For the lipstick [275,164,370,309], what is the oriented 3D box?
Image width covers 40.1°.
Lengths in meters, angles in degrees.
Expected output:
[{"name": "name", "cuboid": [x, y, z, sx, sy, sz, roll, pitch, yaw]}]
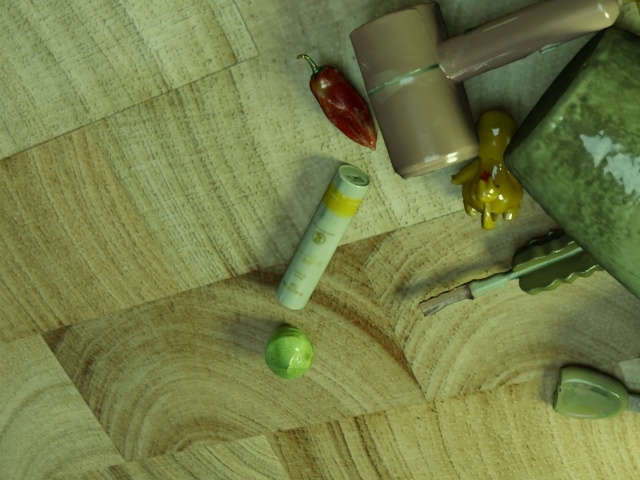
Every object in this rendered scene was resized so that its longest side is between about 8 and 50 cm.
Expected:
[{"name": "lipstick", "cuboid": [0.000, 0.000, 1.392, 0.059, 0.059, 0.264, 27, 122, 0]}]

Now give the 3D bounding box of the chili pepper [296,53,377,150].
[{"name": "chili pepper", "cuboid": [0.030, -0.202, 1.273, 0.059, 0.050, 0.191, -26, 121, 24]}]

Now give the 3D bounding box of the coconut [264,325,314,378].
[{"name": "coconut", "cuboid": [-0.053, 0.193, 1.498, 0.087, 0.096, 0.088, -1, 116, -3]}]

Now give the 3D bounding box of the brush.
[{"name": "brush", "cuboid": [0.285, 0.056, 1.341, 0.301, 0.071, 0.084, -25, 98, 27]}]

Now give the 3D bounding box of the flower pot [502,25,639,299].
[{"name": "flower pot", "cuboid": [0.423, -0.091, 1.102, 0.330, 0.293, 0.294, 38, 122, 1]}]

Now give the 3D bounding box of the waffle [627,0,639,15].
[{"name": "waffle", "cuboid": [0.430, -0.308, 0.975, 0.062, 0.329, 0.329, -12, 119, 54]}]

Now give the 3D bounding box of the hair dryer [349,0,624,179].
[{"name": "hair dryer", "cuboid": [0.217, -0.221, 1.102, 0.352, 0.125, 0.211, -16, 93, 35]}]

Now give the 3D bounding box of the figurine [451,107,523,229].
[{"name": "figurine", "cuboid": [0.239, -0.097, 1.231, 0.121, 0.122, 0.176, 6, 121, 16]}]

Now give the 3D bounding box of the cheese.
[{"name": "cheese", "cuboid": [0.476, 0.257, 1.418, 0.192, 0.037, 0.097, 8, 122, 10]}]
